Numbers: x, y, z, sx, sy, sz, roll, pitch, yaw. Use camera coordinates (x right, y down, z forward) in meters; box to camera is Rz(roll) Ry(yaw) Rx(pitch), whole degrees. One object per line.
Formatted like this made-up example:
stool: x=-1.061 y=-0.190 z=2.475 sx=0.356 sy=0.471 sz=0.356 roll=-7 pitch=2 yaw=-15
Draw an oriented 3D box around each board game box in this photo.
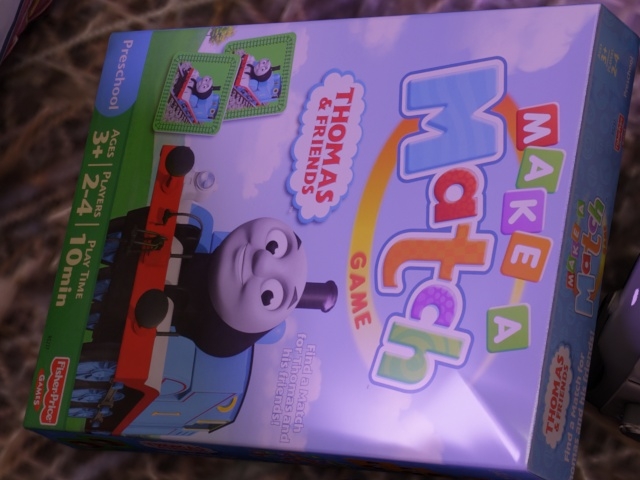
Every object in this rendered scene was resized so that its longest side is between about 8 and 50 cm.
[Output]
board game box: x=0.000 y=0.000 z=0.706 sx=0.211 sy=0.039 sz=0.160 roll=1 pitch=72 yaw=33

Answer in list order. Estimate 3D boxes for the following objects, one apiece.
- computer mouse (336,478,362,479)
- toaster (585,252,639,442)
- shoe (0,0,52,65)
computer mouse: x=-0.069 y=0.138 z=0.679 sx=0.242 sy=0.041 sz=0.071 roll=-22 pitch=50 yaw=25
toaster: x=0.197 y=-0.010 z=0.708 sx=0.146 sy=0.129 sz=0.227 roll=26 pitch=75 yaw=5
shoe: x=-0.129 y=-0.094 z=0.776 sx=0.063 sy=0.081 sz=0.178 roll=34 pitch=108 yaw=15
